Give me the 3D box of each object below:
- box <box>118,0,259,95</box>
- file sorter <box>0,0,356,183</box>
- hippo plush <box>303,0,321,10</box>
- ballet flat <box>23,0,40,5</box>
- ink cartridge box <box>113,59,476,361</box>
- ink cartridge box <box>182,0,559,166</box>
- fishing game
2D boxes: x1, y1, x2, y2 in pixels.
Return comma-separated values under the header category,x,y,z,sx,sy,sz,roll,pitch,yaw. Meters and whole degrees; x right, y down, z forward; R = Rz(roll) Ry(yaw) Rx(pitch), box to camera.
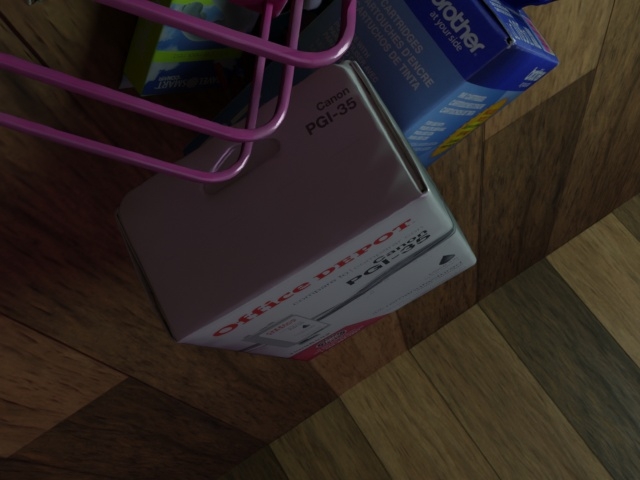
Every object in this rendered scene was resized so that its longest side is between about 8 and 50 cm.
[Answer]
category,x,y,z,sx,sy,sz,roll,pitch,yaw
box,-0.117,-0.205,0.716,0.109,0.042,0.178,-16,150,-41
file sorter,-0.068,-0.176,0.365,0.202,0.182,0.291,16,152,-20
hippo plush,0.001,-0.333,0.505,0.237,0.234,0.294,11,175,-36
ballet flat,-0.217,-0.243,0.523,0.052,0.057,0.168,6,138,-16
ink cartridge box,0.000,0.000,0.628,0.207,0.117,0.283,-31,162,10
ink cartridge box,0.084,-0.164,0.804,0.395,0.151,0.270,-40,171,26
fishing game,0.006,-0.220,0.810,0.264,0.041,0.189,-40,166,-8
